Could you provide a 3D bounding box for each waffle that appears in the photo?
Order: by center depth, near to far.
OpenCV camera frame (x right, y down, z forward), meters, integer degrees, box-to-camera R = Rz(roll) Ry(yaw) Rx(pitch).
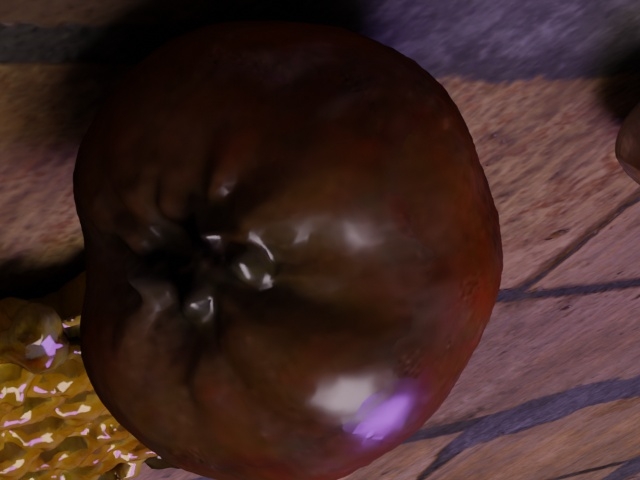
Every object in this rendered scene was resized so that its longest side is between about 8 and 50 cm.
[{"bbox_3d":[-0.145,0.095,0.935,0.329,0.062,0.329,-21,160,-8],"label":"waffle"}]

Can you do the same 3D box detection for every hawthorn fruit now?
[{"bbox_3d":[0.000,0.000,0.692,0.199,0.199,0.251,-31,173,23],"label":"hawthorn fruit"}]

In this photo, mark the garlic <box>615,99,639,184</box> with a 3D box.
[{"bbox_3d":[0.231,-0.051,0.897,0.115,0.128,0.206,18,-176,38],"label":"garlic"}]
